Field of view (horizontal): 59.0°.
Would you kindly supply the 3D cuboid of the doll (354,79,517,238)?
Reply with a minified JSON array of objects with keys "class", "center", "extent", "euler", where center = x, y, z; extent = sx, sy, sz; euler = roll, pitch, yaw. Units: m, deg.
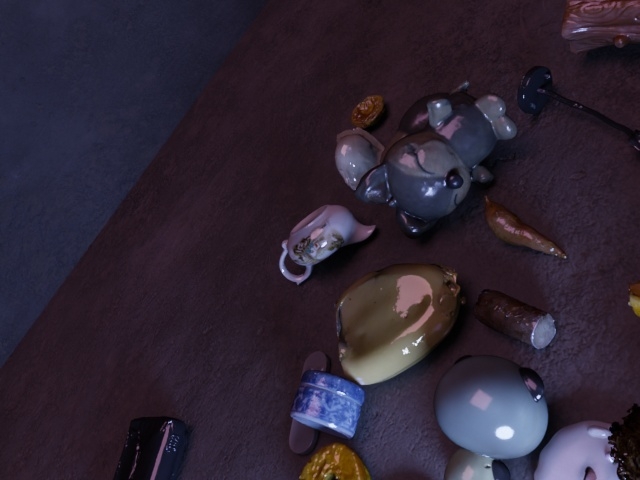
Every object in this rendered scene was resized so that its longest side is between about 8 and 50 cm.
[{"class":"doll","center":[0.271,-0.192,1.406],"extent":[0.382,0.252,0.378],"euler":[-44,7,4]}]

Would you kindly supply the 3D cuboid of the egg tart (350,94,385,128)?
[{"class":"egg tart","center":[0.155,-0.397,1.768],"extent":[0.130,0.052,0.130],"euler":[-27,42,28]}]

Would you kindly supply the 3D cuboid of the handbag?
[{"class":"handbag","center":[-0.480,0.623,1.549],"extent":[0.244,0.088,0.275],"euler":[-15,54,40]}]

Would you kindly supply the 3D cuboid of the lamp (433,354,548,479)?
[{"class":"lamp","center":[0.285,0.320,0.971],"extent":[0.197,0.197,0.244],"euler":[3,79,46]}]

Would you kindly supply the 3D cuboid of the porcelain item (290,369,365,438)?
[{"class":"porcelain item","center":[0.018,0.351,1.225],"extent":[0.147,0.147,0.114],"euler":[-3,56,43]}]

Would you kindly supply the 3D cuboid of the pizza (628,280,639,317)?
[{"class":"pizza","center":[0.627,0.048,0.810],"extent":[0.287,0.074,0.251],"euler":[-32,26,-25]}]

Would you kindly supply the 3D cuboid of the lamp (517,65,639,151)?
[{"class":"lamp","center":[0.573,-0.255,1.237],"extent":[0.109,0.130,0.371],"euler":[-58,47,27]}]

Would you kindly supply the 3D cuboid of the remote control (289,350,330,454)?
[{"class":"remote control","center":[-0.024,0.381,1.342],"extent":[0.077,0.022,0.245],"euler":[-16,49,39]}]

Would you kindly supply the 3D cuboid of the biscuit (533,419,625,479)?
[{"class":"biscuit","center":[0.437,0.371,0.874],"extent":[0.208,0.049,0.181],"euler":[6,65,48]}]

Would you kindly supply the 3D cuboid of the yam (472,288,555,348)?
[{"class":"yam","center":[0.373,0.148,1.092],"extent":[0.141,0.079,0.079],"euler":[25,79,52]}]

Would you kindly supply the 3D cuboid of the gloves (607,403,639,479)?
[{"class":"gloves","center":[0.511,0.336,0.726],"extent":[0.210,0.135,0.312],"euler":[-14,44,-16]}]

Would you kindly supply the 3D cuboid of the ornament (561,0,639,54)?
[{"class":"ornament","center":[0.682,-0.530,1.236],"extent":[0.235,0.221,0.217],"euler":[-37,35,-26]}]

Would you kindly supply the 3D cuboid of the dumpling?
[{"class":"dumpling","center":[0.118,-0.244,1.652],"extent":[0.155,0.181,0.111],"euler":[-15,4,-1]}]

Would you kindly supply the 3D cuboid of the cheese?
[{"class":"cheese","center":[0.174,0.161,1.249],"extent":[0.316,0.128,0.260],"euler":[-36,47,27]}]

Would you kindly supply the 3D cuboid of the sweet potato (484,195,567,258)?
[{"class":"sweet potato","center":[0.417,-0.014,1.196],"extent":[0.068,0.068,0.226],"euler":[-48,52,4]}]

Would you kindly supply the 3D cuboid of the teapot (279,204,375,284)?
[{"class":"teapot","center":[0.000,0.000,1.540],"extent":[0.298,0.139,0.204],"euler":[-33,15,26]}]

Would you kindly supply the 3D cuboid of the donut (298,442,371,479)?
[{"class":"donut","center":[0.036,0.509,1.149],"extent":[0.162,0.065,0.178],"euler":[-25,44,22]}]
